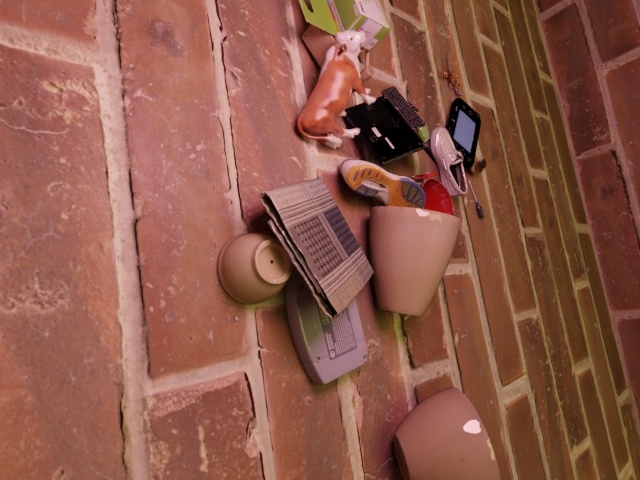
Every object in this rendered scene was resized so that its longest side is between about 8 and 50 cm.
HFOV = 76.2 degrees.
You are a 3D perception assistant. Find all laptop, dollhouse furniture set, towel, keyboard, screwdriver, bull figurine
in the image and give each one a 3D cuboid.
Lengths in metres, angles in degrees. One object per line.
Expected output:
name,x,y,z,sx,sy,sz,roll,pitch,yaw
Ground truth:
laptop,0.223,-0.328,1.301,0.264,0.137,0.234,-25,68,-19
dollhouse furniture set,0.373,-0.392,1.478,0.151,0.058,0.076,-38,104,-40
towel,0.000,0.000,0.975,0.312,0.056,0.324,60,25,-1
keyboard,0.299,-0.465,1.423,0.108,0.023,0.180,-30,80,-41
screwdriver,0.634,-0.170,1.673,0.025,0.024,0.170,-22,86,-13
bull figurine,0.053,-0.406,1.120,0.188,0.101,0.311,28,95,-32

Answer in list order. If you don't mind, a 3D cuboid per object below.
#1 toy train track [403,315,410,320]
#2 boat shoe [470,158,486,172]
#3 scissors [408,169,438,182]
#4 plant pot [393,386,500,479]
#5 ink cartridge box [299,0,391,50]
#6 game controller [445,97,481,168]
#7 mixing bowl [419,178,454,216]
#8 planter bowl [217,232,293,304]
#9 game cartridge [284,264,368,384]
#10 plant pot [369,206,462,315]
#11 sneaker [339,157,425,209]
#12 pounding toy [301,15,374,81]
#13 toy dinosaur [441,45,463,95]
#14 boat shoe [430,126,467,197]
toy train track,0.280,0.221,1.263,0.083,0.014,0.048,-31,106,-36
boat shoe,0.651,-0.307,1.703,0.135,0.045,0.050,-26,104,-46
scissors,0.299,-0.186,1.271,0.297,0.108,0.021,-36,113,-63
plant pot,0.299,0.547,1.051,0.190,0.284,0.284,-12,85,-6
ink cartridge box,0.059,-0.669,1.143,0.255,0.097,0.189,-1,68,-42
game controller,0.578,-0.441,1.663,0.166,0.067,0.319,38,56,-27
mixing bowl,0.351,-0.105,1.354,0.181,0.098,0.182,11,72,-38
planter bowl,-0.129,0.054,0.891,0.162,0.109,0.162,12,71,-37
game cartridge,0.011,0.189,1.014,0.196,0.060,0.295,-10,84,-45
plant pot,0.245,0.065,1.147,0.256,0.256,0.274,11,86,-38
sneaker,0.186,-0.168,1.204,0.296,0.131,0.112,24,107,-32
pounding toy,0.071,-0.557,1.231,0.181,0.094,0.206,-35,93,-46
toy dinosaur,0.547,-0.710,1.726,0.112,0.064,0.212,-40,115,-58
boat shoe,0.481,-0.292,1.505,0.096,0.088,0.268,-12,93,-26
